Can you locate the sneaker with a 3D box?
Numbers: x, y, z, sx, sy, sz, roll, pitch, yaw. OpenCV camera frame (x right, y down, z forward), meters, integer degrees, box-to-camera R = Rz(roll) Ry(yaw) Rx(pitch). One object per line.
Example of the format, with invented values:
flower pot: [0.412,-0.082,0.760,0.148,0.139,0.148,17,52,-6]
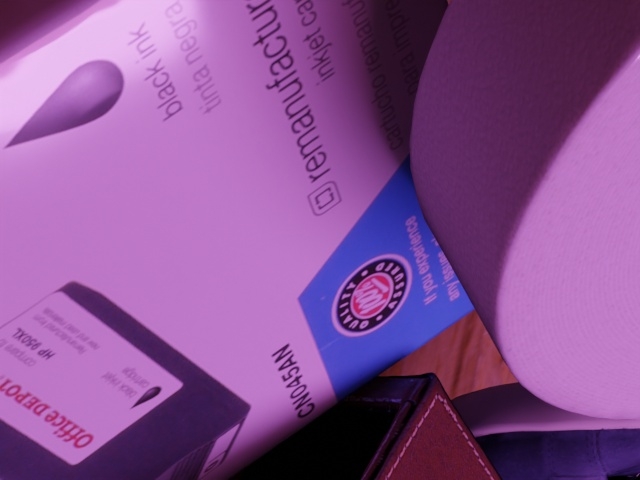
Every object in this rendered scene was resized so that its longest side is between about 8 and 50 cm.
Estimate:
sneaker: [0.092,0.161,0.954,0.131,0.148,0.350,-1,163,-41]

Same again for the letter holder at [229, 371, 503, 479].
letter holder: [0.016,0.239,0.795,0.302,0.152,0.214,56,48,-30]

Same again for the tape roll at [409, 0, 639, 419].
tape roll: [0.217,-0.075,0.602,0.392,0.072,0.392,-21,151,-12]

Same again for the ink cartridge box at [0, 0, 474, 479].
ink cartridge box: [-0.147,0.004,0.657,0.395,0.166,0.285,-34,146,-9]
